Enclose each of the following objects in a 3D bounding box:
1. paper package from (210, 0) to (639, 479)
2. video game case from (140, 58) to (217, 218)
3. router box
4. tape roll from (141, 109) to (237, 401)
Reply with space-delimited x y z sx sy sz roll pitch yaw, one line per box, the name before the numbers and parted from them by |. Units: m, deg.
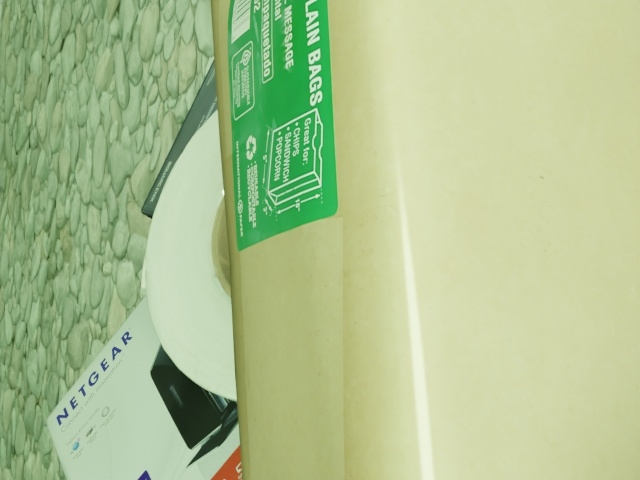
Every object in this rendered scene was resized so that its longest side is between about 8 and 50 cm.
paper package | 0.112 -0.004 0.498 0.168 0.309 0.325 -20 70 56
video game case | -0.062 -0.092 0.971 0.274 0.026 0.196 14 77 51
router box | -0.096 0.147 0.925 0.335 0.082 0.301 -51 39 5
tape roll | 0.000 0.000 0.770 0.286 0.100 0.286 -14 62 29
